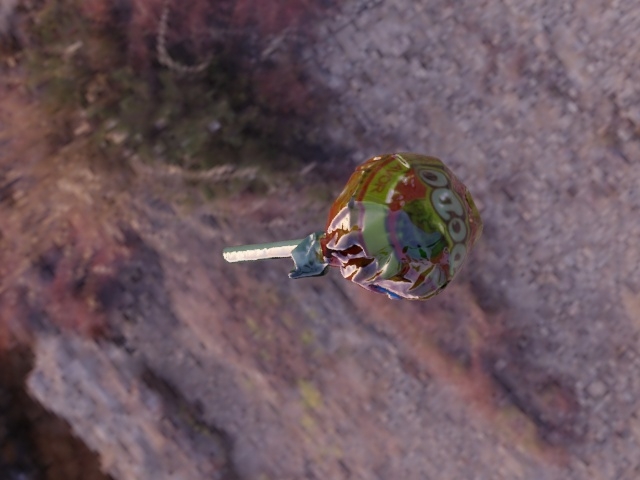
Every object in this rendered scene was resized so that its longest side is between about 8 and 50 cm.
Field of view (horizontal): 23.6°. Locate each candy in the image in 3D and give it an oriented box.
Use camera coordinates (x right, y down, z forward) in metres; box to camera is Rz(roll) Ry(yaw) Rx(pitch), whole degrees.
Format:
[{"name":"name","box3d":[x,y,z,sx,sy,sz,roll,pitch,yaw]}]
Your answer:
[{"name":"candy","box3d":[0.000,0.000,0.650,0.060,0.060,0.201,59,155,-10]}]
